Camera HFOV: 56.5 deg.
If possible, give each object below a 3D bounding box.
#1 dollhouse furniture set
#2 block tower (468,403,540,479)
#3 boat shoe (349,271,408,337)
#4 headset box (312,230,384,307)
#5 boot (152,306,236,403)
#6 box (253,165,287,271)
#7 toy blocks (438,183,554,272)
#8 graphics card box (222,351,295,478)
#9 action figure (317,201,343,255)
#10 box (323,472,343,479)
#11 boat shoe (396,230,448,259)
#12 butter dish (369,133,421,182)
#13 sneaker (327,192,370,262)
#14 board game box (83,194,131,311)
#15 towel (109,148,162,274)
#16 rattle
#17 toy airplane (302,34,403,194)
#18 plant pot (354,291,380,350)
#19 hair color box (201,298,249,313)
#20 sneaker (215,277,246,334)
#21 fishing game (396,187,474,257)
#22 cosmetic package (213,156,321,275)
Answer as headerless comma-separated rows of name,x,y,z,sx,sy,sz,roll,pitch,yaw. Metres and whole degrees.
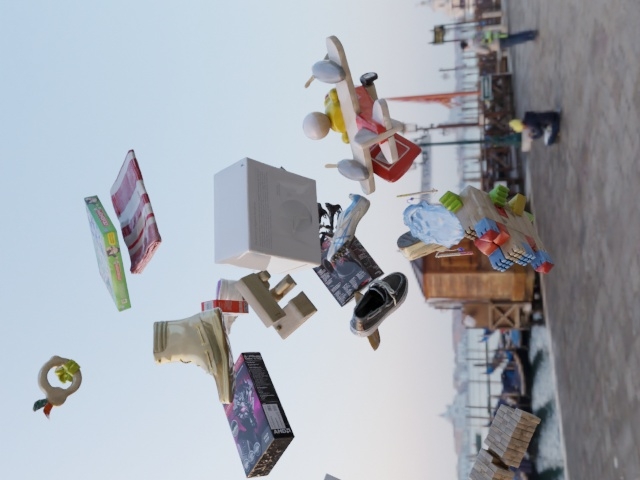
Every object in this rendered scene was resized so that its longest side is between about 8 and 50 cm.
dollhouse furniture set,-0.123,0.152,1.298,0.144,0.123,0.151,51,-150,9
block tower,0.554,0.674,1.848,0.336,0.090,0.097,-65,28,2
boat shoe,0.194,0.181,1.944,0.306,0.113,0.105,-38,-37,-35
headset box,0.094,0.099,2.539,0.293,0.218,0.110,52,-150,11
boot,-0.346,0.330,1.632,0.095,0.203,0.262,97,161,-88
box,-0.205,-0.086,2.316,0.177,0.279,0.290,40,-148,-17
toy blocks,0.580,-0.014,1.902,0.381,0.191,0.261,19,-139,-32
graphics card box,-0.234,0.604,2.088,0.233,0.094,0.371,-58,42,28
action figure,0.000,0.000,2.024,0.141,0.164,0.276,45,-130,-31
box,0.044,0.997,2.250,0.091,0.130,0.171,-37,-33,-75
boat shoe,0.433,-0.013,2.172,0.098,0.302,0.109,56,-163,-35
butter dish,0.226,-0.248,1.909,0.160,0.160,0.118,-44,-32,-12
sneaker,0.075,-0.040,1.891,0.237,0.086,0.085,-62,-14,-10
board game box,-0.677,0.044,1.897,0.213,0.046,0.318,46,143,40
towel,-0.586,-0.085,1.866,0.037,0.237,0.329,-6,-115,-38
rattle,-0.799,0.452,1.761,0.130,0.142,0.200,40,-141,-38
toy airplane,0.082,-0.351,1.763,0.384,0.272,0.387,70,-175,-79
plant pot,0.184,0.302,2.267,0.236,0.032,0.237,-20,-90,-82
hair color box,-0.369,0.262,2.313,0.167,0.093,0.054,9,-109,-49
sneaker,-0.370,0.293,2.523,0.114,0.152,0.305,-106,20,-51
fishing game,0.329,-0.049,1.728,0.264,0.189,0.041,50,-126,-26
cosmetic package,-0.128,-0.049,1.418,0.224,0.138,0.224,15,-115,-45
